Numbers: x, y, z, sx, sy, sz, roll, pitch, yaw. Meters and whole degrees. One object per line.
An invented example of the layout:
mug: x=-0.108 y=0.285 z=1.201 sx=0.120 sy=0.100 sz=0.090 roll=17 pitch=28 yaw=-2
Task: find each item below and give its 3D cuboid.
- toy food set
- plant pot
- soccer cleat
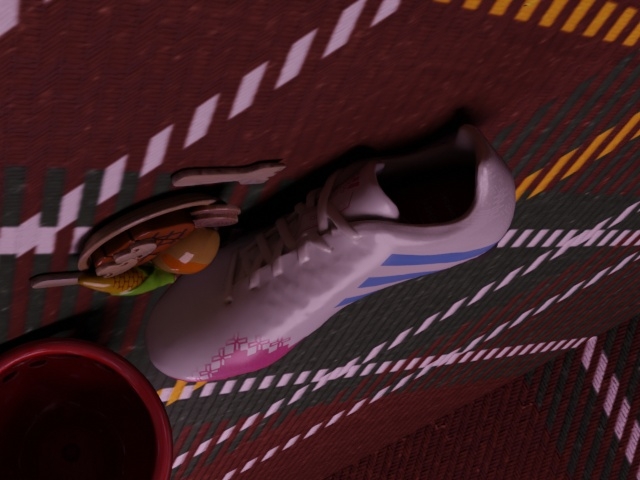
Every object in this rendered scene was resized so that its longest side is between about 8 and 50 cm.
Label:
toy food set: x=-0.121 y=0.004 z=1.445 sx=0.192 sy=0.038 sz=0.132 roll=-34 pitch=163 yaw=36
plant pot: x=-0.224 y=0.188 z=1.667 sx=0.191 sy=0.191 sz=0.174 roll=-22 pitch=172 yaw=-8
soccer cleat: x=0.000 y=0.000 z=1.536 sx=0.331 sy=0.116 sz=0.143 roll=-25 pitch=151 yaw=-4
